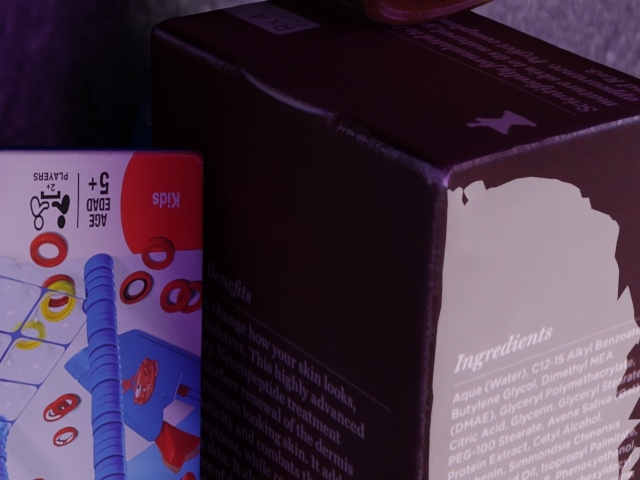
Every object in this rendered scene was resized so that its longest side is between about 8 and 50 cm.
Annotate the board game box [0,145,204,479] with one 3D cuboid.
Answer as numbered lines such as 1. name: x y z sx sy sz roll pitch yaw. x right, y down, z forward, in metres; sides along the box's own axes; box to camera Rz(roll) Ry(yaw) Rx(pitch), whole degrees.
1. board game box: -0.162 0.118 0.643 0.308 0.086 0.302 -5 97 -58

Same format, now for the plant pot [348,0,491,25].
1. plant pot: 0.017 -0.223 0.738 0.237 0.237 0.254 -12 71 -43

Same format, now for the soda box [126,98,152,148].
1. soda box: 0.000 0.000 0.920 0.210 0.071 0.067 26 77 -42

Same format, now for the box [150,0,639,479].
1. box: 0.030 0.100 0.807 0.143 0.191 0.381 -17 122 -32
